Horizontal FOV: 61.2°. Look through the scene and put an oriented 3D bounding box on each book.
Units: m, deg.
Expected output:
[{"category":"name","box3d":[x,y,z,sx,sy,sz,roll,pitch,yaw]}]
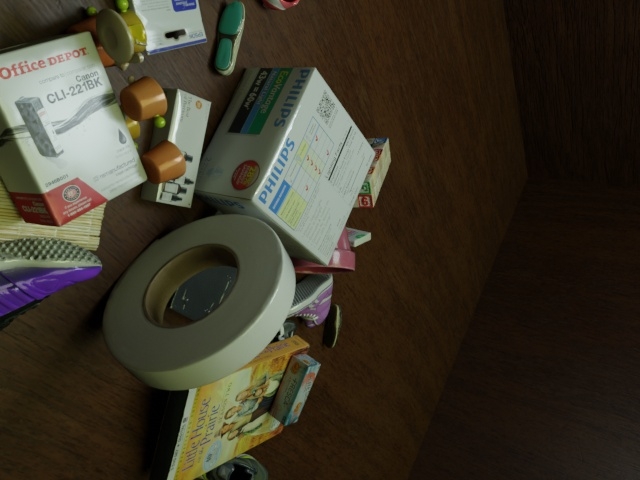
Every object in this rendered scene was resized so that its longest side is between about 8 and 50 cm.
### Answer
[{"category":"book","box3d":[0.072,-0.012,1.700,0.096,0.144,0.035,-24,119,-51]}]

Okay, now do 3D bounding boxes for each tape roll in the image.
[{"category":"tape roll","box3d":[-0.241,0.105,1.072,0.392,0.392,0.072,-56,141,-29]}]

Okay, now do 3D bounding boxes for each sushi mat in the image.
[{"category":"sushi mat","box3d":[-0.515,-0.064,0.947,0.317,0.019,0.151,7,93,-56]}]

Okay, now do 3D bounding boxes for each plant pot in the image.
[{"category":"plant pot","box3d":[0.000,0.000,1.579,0.201,0.201,0.180,14,73,-56]}]

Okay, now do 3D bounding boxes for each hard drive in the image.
[{"category":"hard drive","box3d":[-0.270,0.068,1.311,0.172,0.054,0.254,43,65,-51]}]

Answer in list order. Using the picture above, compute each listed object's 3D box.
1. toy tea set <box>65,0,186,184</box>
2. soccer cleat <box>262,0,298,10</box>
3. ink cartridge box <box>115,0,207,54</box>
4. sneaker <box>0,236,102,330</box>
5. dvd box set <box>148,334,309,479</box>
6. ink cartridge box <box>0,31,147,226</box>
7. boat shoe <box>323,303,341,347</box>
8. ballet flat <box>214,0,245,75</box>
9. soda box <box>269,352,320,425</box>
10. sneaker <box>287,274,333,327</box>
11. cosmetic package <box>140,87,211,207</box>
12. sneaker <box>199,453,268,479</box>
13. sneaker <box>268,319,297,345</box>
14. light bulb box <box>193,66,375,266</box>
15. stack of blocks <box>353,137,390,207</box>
[{"category":"toy tea set","box3d":[-0.330,-0.270,0.996,0.124,0.200,0.336,-40,134,-41]},{"category":"soccer cleat","box3d":[-0.137,-0.638,1.245,0.248,0.095,0.083,50,60,-50]},{"category":"ink cartridge box","box3d":[-0.327,-0.537,1.032,0.165,0.065,0.332,-35,126,-45]},{"category":"sneaker","box3d":[-0.523,0.083,0.910,0.293,0.102,0.146,-6,116,-44]},{"category":"dvd box set","box3d":[-0.215,0.424,1.371,0.420,0.062,0.307,-6,119,-53]},{"category":"ink cartridge box","box3d":[-0.442,-0.189,0.907,0.197,0.114,0.272,-43,128,-43]},{"category":"boat shoe","box3d":[0.049,0.291,1.842,0.049,0.056,0.152,3,97,-51]},{"category":"ballet flat","box3d":[-0.210,-0.463,1.248,0.052,0.057,0.168,1,104,-84]},{"category":"soda box","box3d":[-0.068,0.394,1.439,0.058,0.063,0.183,6,108,-56]},{"category":"sneaker","box3d":[-0.049,0.213,1.640,0.282,0.102,0.161,-24,124,-49]},{"category":"cosmetic package","box3d":[-0.309,-0.196,1.166,0.099,0.060,0.239,8,94,-57]},{"category":"sneaker","box3d":[-0.225,0.654,1.500,0.300,0.121,0.111,45,64,-51]},{"category":"sneaker","box3d":[-0.117,0.325,1.555,0.106,0.078,0.234,-6,118,-43]},{"category":"light bulb box","box3d":[-0.080,-0.179,1.356,0.361,0.225,0.357,43,66,-51]},{"category":"stack of blocks","box3d":[0.103,-0.212,1.657,0.297,0.171,0.087,-63,148,-51]}]
